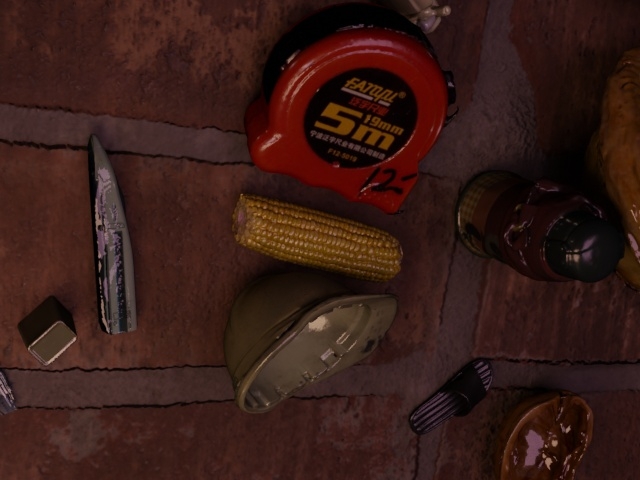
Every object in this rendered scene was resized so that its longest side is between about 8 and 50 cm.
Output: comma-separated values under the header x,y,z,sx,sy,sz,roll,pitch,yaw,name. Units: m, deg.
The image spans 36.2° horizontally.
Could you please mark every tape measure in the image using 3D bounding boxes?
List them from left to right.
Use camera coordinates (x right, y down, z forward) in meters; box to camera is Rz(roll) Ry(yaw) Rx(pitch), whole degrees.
x,y,z,sx,sy,sz,roll,pitch,yaw,name
0.044,-0.171,1.243,0.253,0.114,0.260,16,122,-24,tape measure

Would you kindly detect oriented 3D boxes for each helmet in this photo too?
x,y,z,sx,sy,sz,roll,pitch,yaw,name
-0.037,0.107,1.306,0.257,0.137,0.204,-21,148,-33,helmet

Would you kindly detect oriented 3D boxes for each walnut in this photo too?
x,y,z,sx,sy,sz,roll,pitch,yaw,name
0.331,0.320,1.533,0.167,0.087,0.211,13,100,-31,walnut

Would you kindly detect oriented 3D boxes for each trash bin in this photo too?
x,y,z,sx,sy,sz,roll,pitch,yaw,name
-0.334,0.112,1.206,0.061,0.092,0.043,-43,113,-8,trash bin

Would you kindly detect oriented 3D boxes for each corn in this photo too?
x,y,z,sx,sy,sz,roll,pitch,yaw,name
0.000,0.000,1.321,0.248,0.081,0.081,15,97,-24,corn

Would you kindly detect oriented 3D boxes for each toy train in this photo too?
x,y,z,sx,sy,sz,roll,pitch,yaw,name
-0.260,-0.009,1.227,0.048,0.055,0.252,-6,106,-21,toy train

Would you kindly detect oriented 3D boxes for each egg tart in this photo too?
x,y,z,sx,sy,sz,roll,pitch,yaw,name
0.514,-0.062,1.424,0.443,0.178,0.443,18,61,-37,egg tart

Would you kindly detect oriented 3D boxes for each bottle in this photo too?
x,y,z,sx,sy,sz,roll,pitch,yaw,name
0.295,-0.018,1.332,0.156,0.271,0.143,-11,107,-19,bottle

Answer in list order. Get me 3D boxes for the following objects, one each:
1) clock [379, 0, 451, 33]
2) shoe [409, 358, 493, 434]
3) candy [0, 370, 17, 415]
x,y,z,sx,sy,sz,roll,pitch,yaw,name
0.164,-0.412,1.271,0.379,0.120,0.277,-22,107,-16,clock
0.207,0.245,1.485,0.159,0.053,0.062,-34,110,-8,shoe
-0.450,0.205,1.215,0.136,0.038,0.088,-32,99,-20,candy
